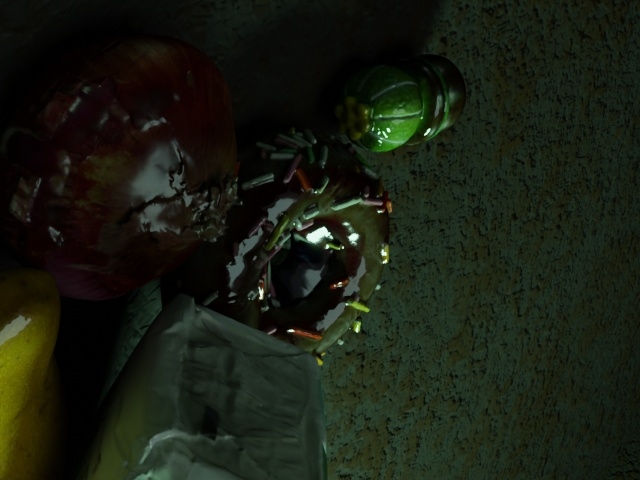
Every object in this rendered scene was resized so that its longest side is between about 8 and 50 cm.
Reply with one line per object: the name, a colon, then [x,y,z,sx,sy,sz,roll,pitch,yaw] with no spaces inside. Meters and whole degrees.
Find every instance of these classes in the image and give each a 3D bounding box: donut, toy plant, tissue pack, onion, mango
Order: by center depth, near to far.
onion: [-0.146,-0.044,1.093,0.230,0.163,0.230,-35,149,-25]
mango: [-0.285,0.143,1.100,0.177,0.120,0.295,-18,131,-38]
tissue pack: [-0.145,0.264,1.198,0.356,0.194,0.266,-58,-166,22]
donut: [-0.036,0.017,1.338,0.269,0.103,0.270,-23,130,-31]
toy plant: [0.079,-0.141,1.413,0.162,0.093,0.093,-21,133,-48]

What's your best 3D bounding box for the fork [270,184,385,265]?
fork: [0.001,-0.004,1.478,0.219,0.034,0.028,-37,152,-32]
